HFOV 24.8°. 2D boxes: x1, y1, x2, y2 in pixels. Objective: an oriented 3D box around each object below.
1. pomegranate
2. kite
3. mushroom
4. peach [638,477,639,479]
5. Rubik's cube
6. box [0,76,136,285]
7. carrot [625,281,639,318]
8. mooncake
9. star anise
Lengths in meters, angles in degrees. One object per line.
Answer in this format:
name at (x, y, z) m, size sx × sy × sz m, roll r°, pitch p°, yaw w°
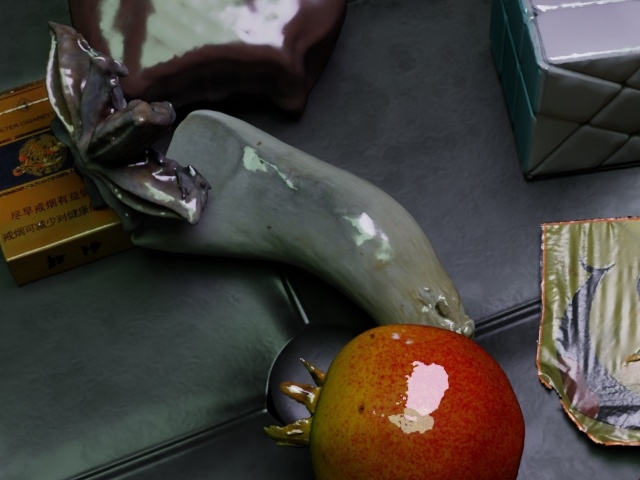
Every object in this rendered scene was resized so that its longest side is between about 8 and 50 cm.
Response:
pomegranate at (0.074, 0.187, 1.443) m, size 0.257 × 0.221 × 0.220 m, roll 6°, pitch 59°, yaw 14°
kite at (0.381, 0.078, 1.555) m, size 0.327 × 0.013 × 0.377 m, roll -38°, pitch 55°, yaw -4°
mushroom at (0.001, 0.001, 1.608) m, size 0.397 × 0.126 × 0.177 m, roll 23°, pitch 87°, yaw 18°
peach at (0.379, 0.306, 1.352) m, size 0.233 × 0.232 × 0.232 m, roll -2°, pitch 59°, yaw 3°
Rubik's cube at (0.325, -0.231, 1.667) m, size 0.221 × 0.231 × 0.224 m, roll -8°, pitch 60°, yaw -2°
box at (-0.319, -0.078, 1.708) m, size 0.152 × 0.070 × 0.237 m, roll -20°, pitch 58°, yaw -8°
carrot at (0.410, -0.001, 1.632) m, size 0.043 × 0.043 × 0.248 m, roll 31°, pitch 67°, yaw 20°
mooncake at (-0.145, -0.271, 1.738) m, size 0.326 × 0.174 × 0.333 m, roll 23°, pitch 72°, yaw 6°
star anise at (-0.212, -0.111, 1.577) m, size 0.111 × 0.198 × 0.257 m, roll -27°, pitch 39°, yaw -30°
